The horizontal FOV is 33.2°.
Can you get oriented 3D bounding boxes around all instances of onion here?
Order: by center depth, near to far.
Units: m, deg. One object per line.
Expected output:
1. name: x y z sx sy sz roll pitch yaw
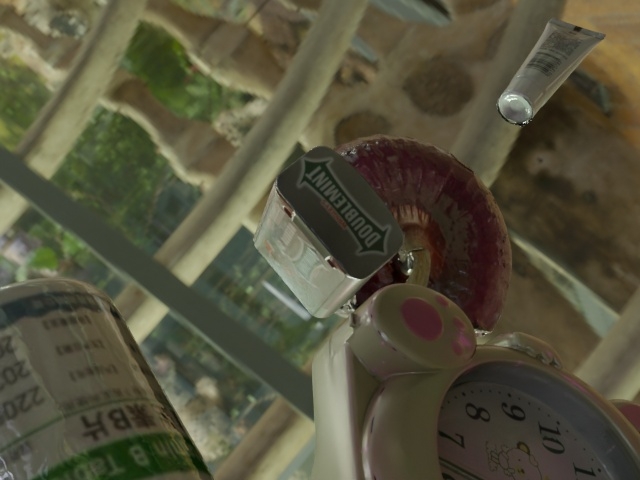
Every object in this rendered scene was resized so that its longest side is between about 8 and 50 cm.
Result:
1. onion: 0.100 -0.007 1.273 0.256 0.230 0.272 13 166 -38

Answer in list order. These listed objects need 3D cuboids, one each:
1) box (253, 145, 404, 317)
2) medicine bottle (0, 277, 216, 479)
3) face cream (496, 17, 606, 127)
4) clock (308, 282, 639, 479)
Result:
1. box: 0.000 0.000 0.997 0.120 0.069 0.224 49 165 6
2. medicine bottle: -0.118 0.145 0.542 0.237 0.139 0.139 55 178 29
3. face cream: 0.339 -0.261 1.609 0.092 0.244 0.058 24 140 22
4. clock: 0.142 0.192 0.748 0.309 0.114 0.284 19 -137 -25
